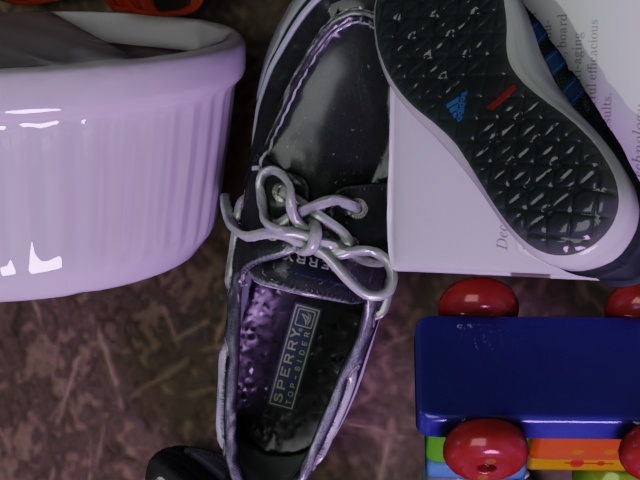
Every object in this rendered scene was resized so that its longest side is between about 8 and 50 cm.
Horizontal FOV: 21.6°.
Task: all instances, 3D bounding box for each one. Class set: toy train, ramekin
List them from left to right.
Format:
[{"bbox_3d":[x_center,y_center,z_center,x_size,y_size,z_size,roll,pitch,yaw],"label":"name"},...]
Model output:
[{"bbox_3d":[-0.176,-0.053,0.948,0.273,0.273,0.127,4,105,22],"label":"ramekin"},{"bbox_3d":[0.172,0.099,0.885,0.248,0.143,0.105,0,54,1],"label":"toy train"}]

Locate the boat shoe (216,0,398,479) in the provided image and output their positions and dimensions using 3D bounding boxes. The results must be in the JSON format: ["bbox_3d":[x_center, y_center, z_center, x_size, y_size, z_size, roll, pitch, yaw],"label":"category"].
[{"bbox_3d":[-0.004,-0.001,0.928,0.113,0.105,0.306,18,108,-1],"label":"boat shoe"}]

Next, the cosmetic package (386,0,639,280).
[{"bbox_3d":[0.145,-0.059,0.869,0.184,0.151,0.151,2,94,23],"label":"cosmetic package"}]

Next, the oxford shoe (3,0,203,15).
[{"bbox_3d":[-0.168,-0.208,1.038,0.271,0.097,0.098,14,68,25],"label":"oxford shoe"}]

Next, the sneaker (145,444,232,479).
[{"bbox_3d":[-0.033,0.231,0.994,0.229,0.086,0.132,34,107,16],"label":"sneaker"}]

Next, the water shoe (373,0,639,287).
[{"bbox_3d":[0.088,-0.058,0.775,0.073,0.080,0.203,-35,55,16],"label":"water shoe"}]

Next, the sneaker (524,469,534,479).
[{"bbox_3d":[0.096,0.166,0.964,0.083,0.031,0.035,-46,76,18],"label":"sneaker"}]
